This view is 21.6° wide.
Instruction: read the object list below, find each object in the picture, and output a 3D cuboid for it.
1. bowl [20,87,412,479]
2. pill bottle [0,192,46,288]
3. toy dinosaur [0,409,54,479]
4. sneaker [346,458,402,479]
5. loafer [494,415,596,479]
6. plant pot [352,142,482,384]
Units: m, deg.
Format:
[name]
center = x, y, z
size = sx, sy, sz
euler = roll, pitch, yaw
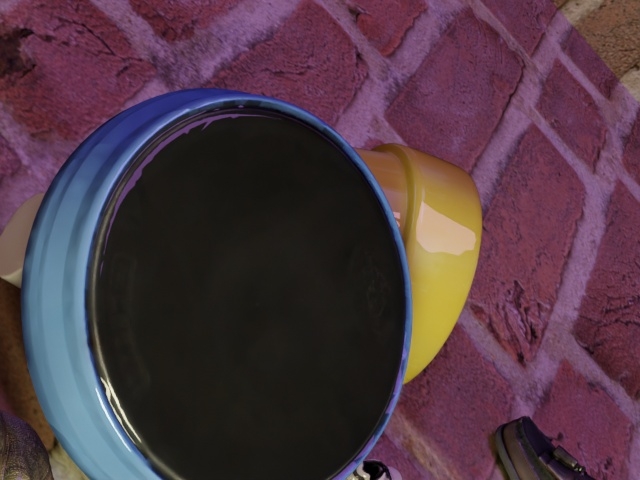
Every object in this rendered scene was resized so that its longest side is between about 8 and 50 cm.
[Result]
[bowl]
center = -0.073, 0.058, 1.464
size = 0.391, 0.077, 0.391
euler = 4, 83, -39
[pill bottle]
center = -0.191, 0.037, 1.491
size = 0.187, 0.112, 0.112
euler = 32, 32, -33
[toy dinosaur]
center = -0.252, 0.173, 1.214
size = 0.313, 0.121, 0.160
euler = 21, 53, -40
[sneaker]
center = 0.057, 0.243, 1.705
size = 0.109, 0.044, 0.040
euler = 6, 49, -58
[loafer]
center = 0.322, 0.326, 1.964
size = 0.302, 0.095, 0.109
euler = 57, 26, 12
[plant pot]
center = 0.000, 0.000, 1.720
size = 0.239, 0.254, 0.254
euler = 22, 37, -23
